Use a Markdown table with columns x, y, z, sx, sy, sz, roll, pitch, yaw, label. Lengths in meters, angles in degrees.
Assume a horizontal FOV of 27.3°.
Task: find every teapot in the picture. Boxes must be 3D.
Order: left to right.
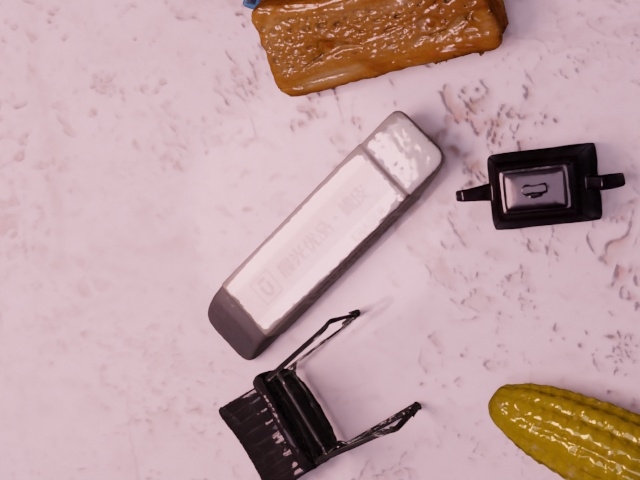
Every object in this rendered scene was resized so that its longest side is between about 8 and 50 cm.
| x | y | z | sx | sy | sz | roll | pitch | yaw | label |
| --- | --- | --- | --- | --- | --- | --- | --- | --- | --- |
| 0.234 | -0.056 | 1.407 | 0.177 | 0.096 | 0.087 | -5 | 92 | 18 | teapot |

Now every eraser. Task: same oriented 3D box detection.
| x | y | z | sx | sy | sz | roll | pitch | yaw | label |
| --- | --- | --- | --- | --- | --- | --- | --- | --- | --- |
| 0.000 | 0.000 | 1.507 | 0.089 | 0.061 | 0.352 | 47 | 105 | 10 | eraser |

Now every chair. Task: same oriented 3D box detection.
| x | y | z | sx | sy | sz | roll | pitch | yaw | label |
| --- | --- | --- | --- | --- | --- | --- | --- | --- | --- |
| -0.024 | 0.198 | 1.485 | 0.221 | 0.145 | 0.140 | -34 | 82 | 18 | chair |

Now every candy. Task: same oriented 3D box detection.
| x | y | z | sx | sy | sz | roll | pitch | yaw | label |
| --- | --- | --- | --- | --- | --- | --- | --- | --- | --- |
| 0.274 | 0.209 | 1.415 | 0.199 | 0.094 | 0.106 | 24 | 137 | 22 | candy |

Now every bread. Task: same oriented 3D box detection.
| x | y | z | sx | sy | sz | roll | pitch | yaw | label |
| --- | --- | --- | --- | --- | --- | --- | --- | --- | --- |
| 0.066 | -0.237 | 1.451 | 0.271 | 0.077 | 0.139 | -12 | 122 | 21 | bread |

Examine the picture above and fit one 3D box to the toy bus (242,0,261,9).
| x | y | z | sx | sy | sz | roll | pitch | yaw | label |
| --- | --- | --- | --- | --- | --- | --- | --- | --- | --- |
| -0.058 | -0.303 | 1.516 | 0.046 | 0.038 | 0.083 | 19 | 99 | 19 | toy bus |
